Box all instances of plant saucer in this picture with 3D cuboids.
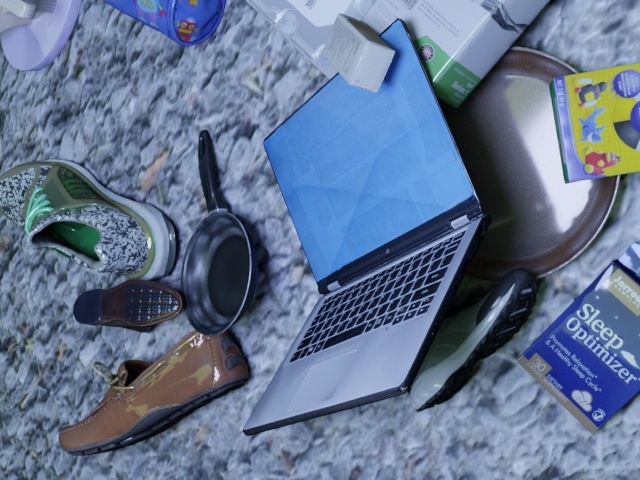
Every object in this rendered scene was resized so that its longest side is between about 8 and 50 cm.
[{"bbox_3d":[0.242,-0.099,1.092,0.310,0.050,0.311,4,98,29],"label":"plant saucer"}]

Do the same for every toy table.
[{"bbox_3d":[-0.539,-0.437,1.435,0.252,0.161,0.274,22,105,26],"label":"toy table"}]

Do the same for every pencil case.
[{"bbox_3d":[-0.295,-0.432,1.317,0.306,0.119,0.133,34,127,21],"label":"pencil case"}]

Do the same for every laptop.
[{"bbox_3d":[0.000,0.000,1.064,0.236,0.408,0.382,40,146,-12],"label":"laptop"}]

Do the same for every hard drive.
[{"bbox_3d":[-0.007,-0.415,1.191,0.339,0.064,0.237,46,115,16],"label":"hard drive"}]

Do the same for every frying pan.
[{"bbox_3d":[-0.180,0.003,1.329,0.197,0.053,0.326,-47,49,33],"label":"frying pan"}]

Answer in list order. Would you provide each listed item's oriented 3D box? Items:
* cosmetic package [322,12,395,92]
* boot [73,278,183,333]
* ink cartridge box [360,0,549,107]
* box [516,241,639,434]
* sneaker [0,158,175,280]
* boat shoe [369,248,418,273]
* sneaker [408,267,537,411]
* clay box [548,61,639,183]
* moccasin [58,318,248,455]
[{"bbox_3d":[0.046,-0.236,1.026,0.060,0.041,0.115,-64,30,25],"label":"cosmetic package"},{"bbox_3d":[-0.304,0.114,1.400,0.219,0.106,0.082,-3,76,26],"label":"boot"},{"bbox_3d":[0.181,-0.308,1.040,0.219,0.092,0.160,-49,57,18],"label":"ink cartridge box"},{"bbox_3d":[0.377,0.124,1.049,0.136,0.036,0.225,45,113,18],"label":"box"},{"bbox_3d":[-0.450,-0.041,1.414,0.410,0.182,0.158,19,105,27],"label":"sneaker"},{"bbox_3d":[0.102,0.057,1.197,0.056,0.048,0.153,36,105,35],"label":"boat shoe"},{"bbox_3d":[0.184,0.124,1.105,0.108,0.100,0.271,55,130,23],"label":"sneaker"},{"bbox_3d":[0.393,-0.147,0.963,0.222,0.053,0.128,-9,91,10],"label":"clay box"},{"bbox_3d":[-0.301,0.253,1.386,0.380,0.139,0.147,-33,75,26],"label":"moccasin"}]
